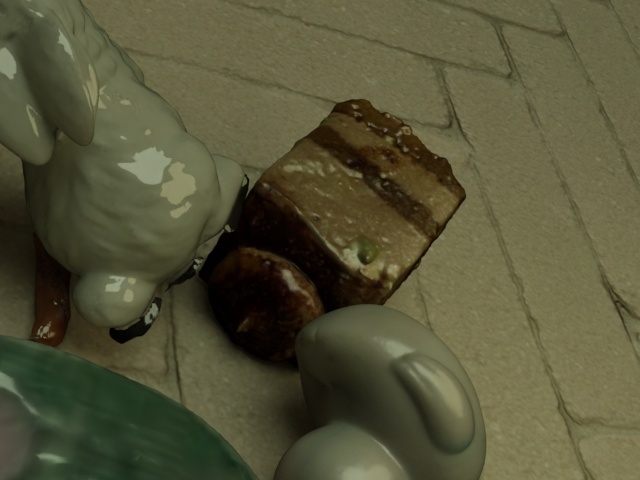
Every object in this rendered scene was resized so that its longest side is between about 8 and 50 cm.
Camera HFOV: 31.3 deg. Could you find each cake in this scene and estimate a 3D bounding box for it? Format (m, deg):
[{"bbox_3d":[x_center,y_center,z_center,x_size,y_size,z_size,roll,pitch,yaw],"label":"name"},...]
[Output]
[{"bbox_3d":[0.000,0.000,1.252,0.196,0.199,0.293,43,42,6],"label":"cake"}]

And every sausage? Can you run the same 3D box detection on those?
[{"bbox_3d":[-0.271,0.046,1.145,0.042,0.036,0.158,-4,49,-4],"label":"sausage"}]

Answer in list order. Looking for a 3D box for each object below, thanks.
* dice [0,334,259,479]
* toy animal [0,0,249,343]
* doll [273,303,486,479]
[{"bbox_3d":[-0.218,0.287,0.720,0.348,0.330,0.328,26,42,-12],"label":"dice"},{"bbox_3d":[-0.231,-0.107,1.069,0.258,0.193,0.357,-90,154,-45],"label":"toy animal"},{"bbox_3d":[0.036,0.194,1.096,0.221,0.221,0.251,-26,101,-46],"label":"doll"}]
